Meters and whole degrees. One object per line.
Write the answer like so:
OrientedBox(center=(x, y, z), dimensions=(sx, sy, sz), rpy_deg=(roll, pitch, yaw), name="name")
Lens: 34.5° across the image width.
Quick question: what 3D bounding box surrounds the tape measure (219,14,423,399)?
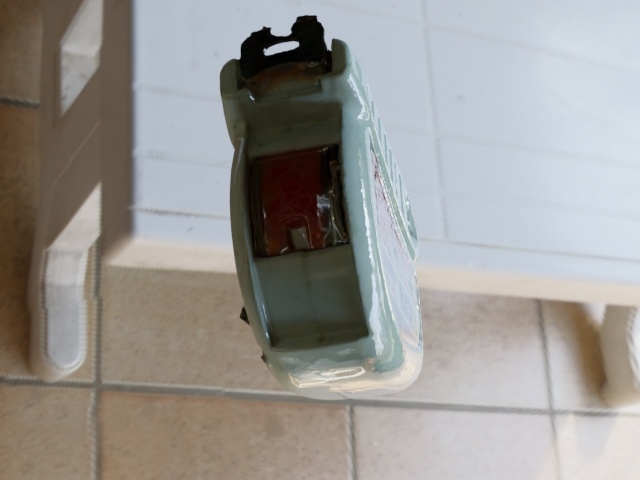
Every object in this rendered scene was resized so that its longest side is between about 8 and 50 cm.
OrientedBox(center=(0.000, -0.001, 0.797), dimensions=(0.125, 0.243, 0.246), rpy_deg=(-8, 64, 14), name="tape measure")
